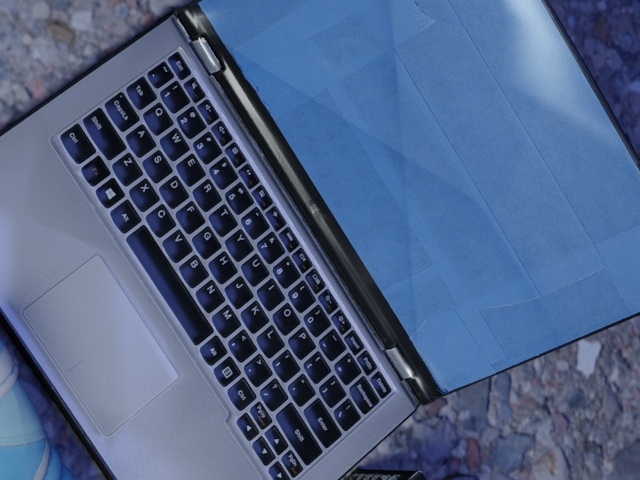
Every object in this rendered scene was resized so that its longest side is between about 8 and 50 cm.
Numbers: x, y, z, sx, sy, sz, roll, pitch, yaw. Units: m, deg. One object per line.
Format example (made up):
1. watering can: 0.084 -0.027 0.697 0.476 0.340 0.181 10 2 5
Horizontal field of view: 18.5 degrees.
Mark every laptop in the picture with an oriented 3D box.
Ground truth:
1. laptop: 0.000 0.000 1.453 0.408 0.236 0.382 -39 105 -28

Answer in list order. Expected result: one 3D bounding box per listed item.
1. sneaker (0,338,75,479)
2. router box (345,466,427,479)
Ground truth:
1. sneaker: -0.270 0.230 1.311 0.319 0.127 0.208 -47 113 -35
2. router box: 0.075 0.237 1.559 0.038 0.092 0.122 -44 107 -26
